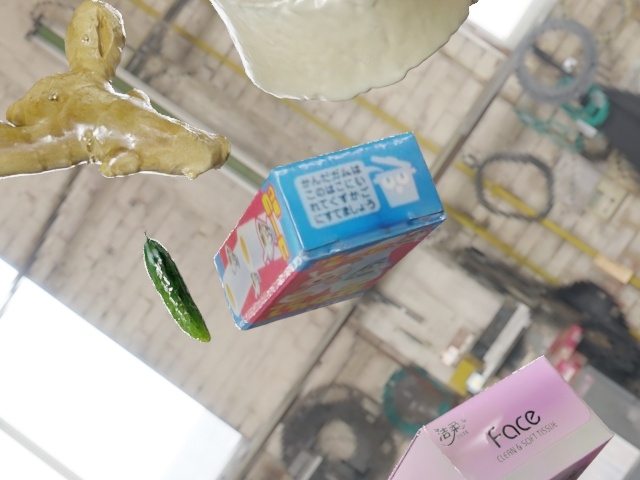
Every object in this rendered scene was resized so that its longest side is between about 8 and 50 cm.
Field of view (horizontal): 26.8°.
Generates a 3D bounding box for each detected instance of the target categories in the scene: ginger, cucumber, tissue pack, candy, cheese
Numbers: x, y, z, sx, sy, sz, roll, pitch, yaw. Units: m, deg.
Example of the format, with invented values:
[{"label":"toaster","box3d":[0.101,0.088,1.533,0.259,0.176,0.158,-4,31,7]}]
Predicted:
[{"label":"ginger","box3d":[-0.340,-0.150,1.797,0.363,0.348,0.122,-34,-35,-26]},{"label":"cucumber","box3d":[-0.191,0.061,1.732,0.039,0.168,0.039,-29,-3,-2]},{"label":"tissue pack","box3d":[0.125,0.219,1.129,0.149,0.092,0.246,-24,-27,-33]},{"label":"candy","box3d":[-0.001,-0.001,1.390,0.157,0.100,0.306,-17,-13,-19]},{"label":"cheese","box3d":[0.039,-0.315,1.548,0.332,0.292,0.153,-50,-49,-25]}]
